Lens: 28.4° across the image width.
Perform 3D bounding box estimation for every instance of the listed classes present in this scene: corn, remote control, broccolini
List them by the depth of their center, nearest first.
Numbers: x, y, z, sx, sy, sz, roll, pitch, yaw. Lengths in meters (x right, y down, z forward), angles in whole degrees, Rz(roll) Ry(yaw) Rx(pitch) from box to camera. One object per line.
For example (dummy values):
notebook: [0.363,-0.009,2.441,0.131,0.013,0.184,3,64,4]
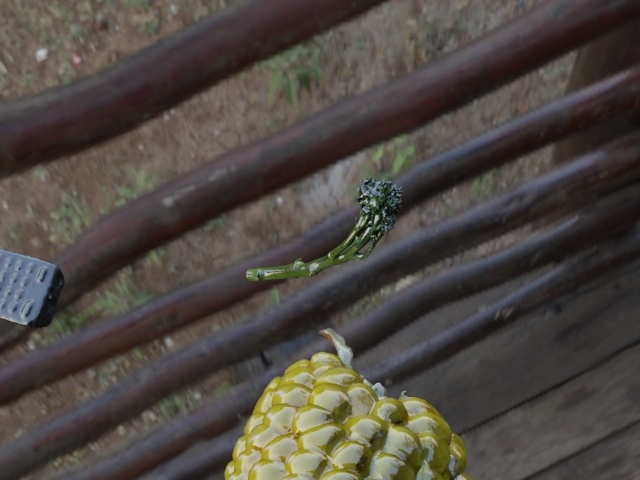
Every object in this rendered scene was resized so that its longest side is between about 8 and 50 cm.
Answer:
corn: [-0.017,0.173,0.448,0.101,0.101,0.310,17,64,8]
broccolini: [0.003,0.006,1.100,0.194,0.054,0.052,-33,66,35]
remote control: [-0.342,0.022,1.120,0.245,0.025,0.063,15,77,17]
